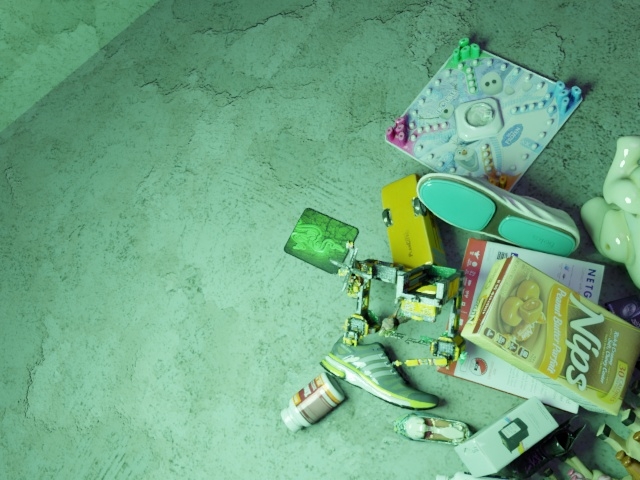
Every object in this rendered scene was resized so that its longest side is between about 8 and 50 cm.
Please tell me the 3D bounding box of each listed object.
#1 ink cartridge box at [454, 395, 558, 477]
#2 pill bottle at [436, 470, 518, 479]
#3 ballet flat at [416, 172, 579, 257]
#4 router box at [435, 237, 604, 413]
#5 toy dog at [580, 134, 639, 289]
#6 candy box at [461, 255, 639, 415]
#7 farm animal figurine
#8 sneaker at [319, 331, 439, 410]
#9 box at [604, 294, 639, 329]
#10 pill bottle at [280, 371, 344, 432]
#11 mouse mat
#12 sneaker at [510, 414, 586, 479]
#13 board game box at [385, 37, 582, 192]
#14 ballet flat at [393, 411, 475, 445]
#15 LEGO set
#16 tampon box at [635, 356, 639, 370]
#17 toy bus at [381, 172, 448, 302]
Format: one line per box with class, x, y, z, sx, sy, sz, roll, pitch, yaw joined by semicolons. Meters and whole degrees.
ink cartridge box;0.386;0.415;0.999;0.175;0.127;0.072;-25;64;-19
pill bottle;0.336;0.550;1.020;0.169;0.094;0.094;-1;71;18
ballet flat;0.430;-0.080;1.164;0.400;0.139;0.139;23;79;5
router box;0.461;0.187;1.112;0.301;0.082;0.336;13;76;22
toy dog;0.701;-0.057;0.925;0.284;0.408;0.396;0;65;20
candy box;0.470;0.190;0.964;0.316;0.087;0.183;30;76;-1
farm animal figurine;0.609;0.423;0.900;0.172;0.330;0.326;41;63;17
sneaker;0.148;0.318;1.159;0.299;0.111;0.121;21;75;21
box;0.697;0.172;1.075;0.067;0.018;0.083;-18;67;12
pill bottle;-0.022;0.407;1.191;0.152;0.086;0.086;-40;64;1
mouse mat;0.000;0.000;1.372;0.189;0.007;0.153;24;80;25
sneaker;0.476;0.435;0.998;0.170;0.089;0.051;-29;66;-20
board game box;0.441;-0.348;1.325;0.390;0.050;0.390;38;86;25
ballet flat;0.259;0.436;1.102;0.188;0.070;0.070;-3;71;18
LEGO set;0.164;0.157;1.046;0.331;0.192;0.255;18;105;28
tampon box;0.768;0.264;0.974;0.161;0.101;0.120;42;87;25
toy bus;0.243;-0.001;1.215;0.108;0.130;0.333;-21;65;30
